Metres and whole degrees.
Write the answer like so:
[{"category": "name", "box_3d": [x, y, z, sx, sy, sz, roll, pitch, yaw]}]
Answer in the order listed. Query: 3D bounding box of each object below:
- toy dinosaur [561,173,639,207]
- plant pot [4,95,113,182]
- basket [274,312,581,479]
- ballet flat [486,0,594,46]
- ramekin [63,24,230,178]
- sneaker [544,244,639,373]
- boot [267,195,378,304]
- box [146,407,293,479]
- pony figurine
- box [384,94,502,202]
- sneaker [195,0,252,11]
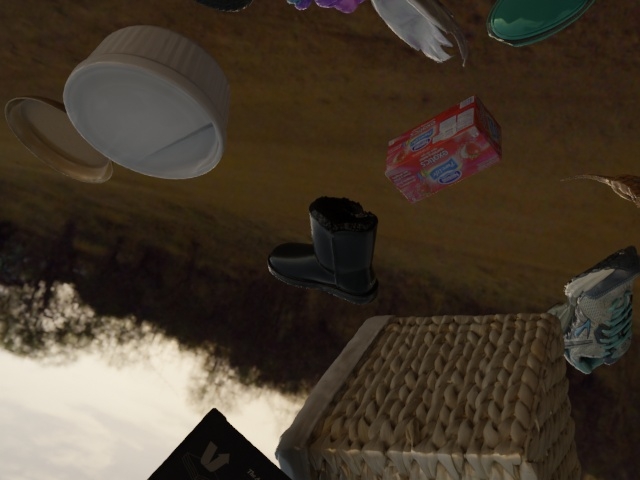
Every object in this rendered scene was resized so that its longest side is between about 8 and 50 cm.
[{"category": "toy dinosaur", "box_3d": [0.566, -0.106, 1.423, 0.112, 0.064, 0.211, 8, -165, -20]}, {"category": "plant pot", "box_3d": [-0.509, -0.204, 1.500, 0.236, 0.032, 0.236, 20, 150, 12]}, {"category": "basket", "box_3d": [0.156, 0.288, 0.894, 0.266, 0.329, 0.331, -6, -163, 23]}, {"category": "ballet flat", "box_3d": [0.310, -0.319, 0.919, 0.083, 0.247, 0.087, 51, -168, 5]}, {"category": "ramekin", "box_3d": [-0.274, -0.234, 1.262, 0.272, 0.127, 0.273, 10, 146, 7]}, {"category": "sneaker", "box_3d": [0.426, 0.110, 1.127, 0.122, 0.110, 0.283, 57, 164, 24]}, {"category": "boot", "box_3d": [0.000, 0.000, 1.424, 0.246, 0.094, 0.207, 19, 137, 26]}, {"category": "box", "box_3d": [-0.095, 0.267, 0.681, 0.156, 0.158, 0.093, 41, 153, 7]}, {"category": "pony figurine", "box_3d": [0.127, -0.454, 1.188, 0.351, 0.364, 0.303, 34, -175, -5]}, {"category": "box", "box_3d": [0.290, -0.213, 1.797, 0.256, 0.128, 0.122, -26, 124, 32]}, {"category": "sneaker", "box_3d": [-0.172, -0.366, 0.968, 0.211, 0.080, 0.081, 31, -150, 0]}]
